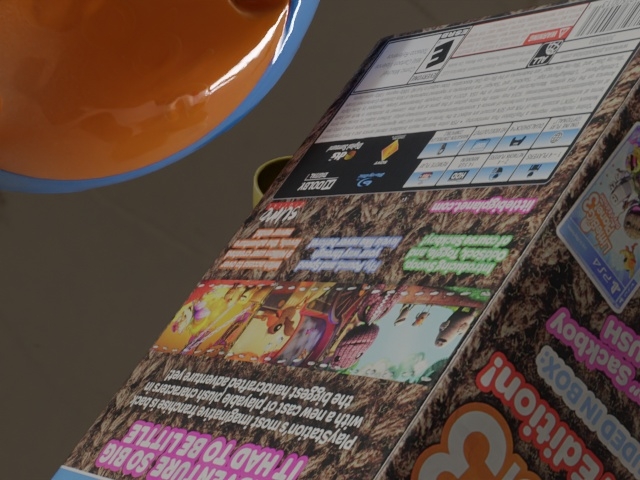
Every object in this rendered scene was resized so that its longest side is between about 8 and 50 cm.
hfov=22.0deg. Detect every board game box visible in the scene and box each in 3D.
[{"bbox_3d":[0.053,0.053,0.684,0.141,0.232,0.291,44,-110,-23],"label":"board game box"}]

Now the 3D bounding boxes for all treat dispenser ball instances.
[{"bbox_3d":[-0.135,-0.167,0.810,0.288,0.288,0.288,-4,-85,-42],"label":"treat dispenser ball"}]

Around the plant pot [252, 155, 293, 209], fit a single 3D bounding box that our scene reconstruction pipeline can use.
[{"bbox_3d":[0.000,0.000,1.402,0.134,0.134,0.095,-13,-52,-41],"label":"plant pot"}]
